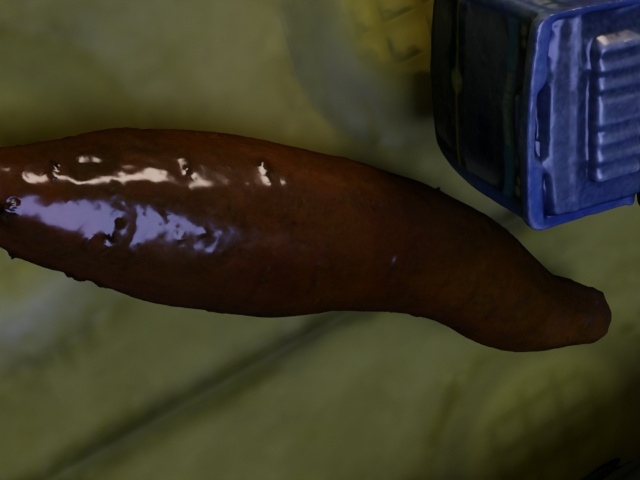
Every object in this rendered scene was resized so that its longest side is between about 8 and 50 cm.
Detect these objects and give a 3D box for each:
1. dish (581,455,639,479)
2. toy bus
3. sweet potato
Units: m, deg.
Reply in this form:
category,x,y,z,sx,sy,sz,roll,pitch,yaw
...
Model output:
category,x,y,z,sx,sy,sz,roll,pitch,yaw
dish,0.098,0.165,0.579,0.243,0.080,0.182,-31,126,-19
toy bus,0.144,-0.067,0.495,0.236,0.094,0.079,-15,112,-26
sweet potato,0.001,0.000,0.467,0.264,0.057,0.057,10,106,-35
